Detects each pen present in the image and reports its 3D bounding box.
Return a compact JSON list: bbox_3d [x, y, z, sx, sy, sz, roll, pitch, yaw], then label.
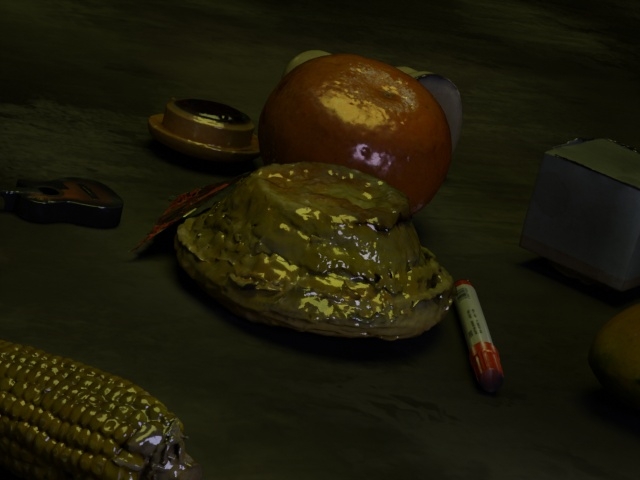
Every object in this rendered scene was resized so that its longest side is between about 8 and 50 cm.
[{"bbox_3d":[0.153,0.090,1.746,0.028,0.028,0.239,12,19,-7],"label":"pen"}]

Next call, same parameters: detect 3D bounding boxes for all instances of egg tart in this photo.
[{"bbox_3d":[0.000,0.000,1.747,0.294,0.123,0.294,10,17,-3],"label":"egg tart"}]

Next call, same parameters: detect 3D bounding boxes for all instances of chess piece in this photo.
[{"bbox_3d":[0.051,-0.181,2.298,0.143,0.142,0.261,-3,21,-41],"label":"chess piece"}]

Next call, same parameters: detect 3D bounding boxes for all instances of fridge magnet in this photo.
[{"bbox_3d":[-0.136,-0.131,2.119,0.143,0.063,0.143,13,15,-4],"label":"fridge magnet"}]

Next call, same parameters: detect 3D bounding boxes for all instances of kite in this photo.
[{"bbox_3d":[-0.124,-0.044,1.830,0.125,0.008,0.222,-29,11,14],"label":"kite"}]

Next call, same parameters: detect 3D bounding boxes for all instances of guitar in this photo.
[{"bbox_3d":[-0.312,-0.042,1.797,0.233,0.025,0.088,0,23,-33],"label":"guitar"}]

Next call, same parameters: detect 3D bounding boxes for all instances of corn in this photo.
[{"bbox_3d":[-0.200,0.129,1.283,0.262,0.097,0.097,18,19,24],"label":"corn"}]

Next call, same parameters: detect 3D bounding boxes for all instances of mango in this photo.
[{"bbox_3d":[0.387,0.117,1.671,0.254,0.139,0.175,13,11,19],"label":"mango"}]

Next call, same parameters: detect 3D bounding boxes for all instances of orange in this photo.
[{"bbox_3d":[0.039,-0.108,2.020,0.224,0.170,0.224,14,39,-12],"label":"orange"}]

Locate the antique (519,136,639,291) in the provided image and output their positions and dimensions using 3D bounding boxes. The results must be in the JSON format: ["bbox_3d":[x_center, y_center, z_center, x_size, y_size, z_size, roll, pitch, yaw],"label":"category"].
[{"bbox_3d":[0.331,-0.027,2.022,0.147,0.148,0.152,25,22,31],"label":"antique"}]
